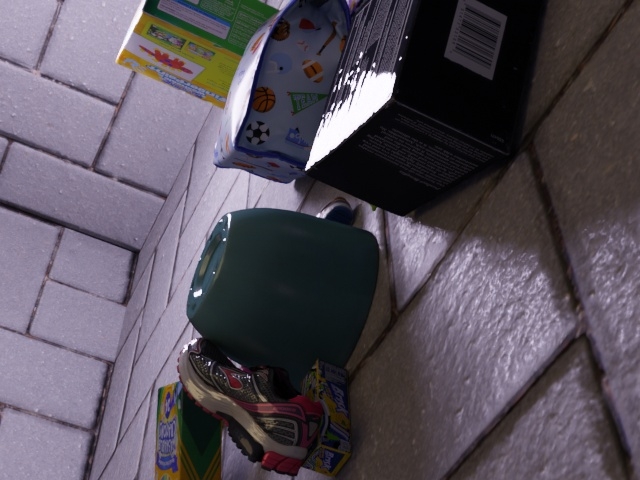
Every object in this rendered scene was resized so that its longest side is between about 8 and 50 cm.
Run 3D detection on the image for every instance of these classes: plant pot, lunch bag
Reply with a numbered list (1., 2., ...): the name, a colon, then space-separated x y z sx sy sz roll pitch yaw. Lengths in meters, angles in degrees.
1. plant pot: -0.077 0.078 1.626 0.293 0.235 0.293 -57 20 33
2. lunch bag: -0.062 -0.328 2.095 0.328 0.239 0.385 173 110 -73

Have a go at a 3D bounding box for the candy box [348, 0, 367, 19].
1. candy box: 0.130 -0.544 2.036 0.196 0.070 0.164 -52 23 45

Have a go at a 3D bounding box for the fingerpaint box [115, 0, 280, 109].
1. fingerpaint box: -0.241 -0.470 2.464 0.371 0.445 0.163 -25 45 68

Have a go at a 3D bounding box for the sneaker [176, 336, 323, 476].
1. sneaker: -0.099 0.221 1.463 0.299 0.121 0.112 34 96 44

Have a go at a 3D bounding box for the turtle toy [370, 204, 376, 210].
1. turtle toy: 0.110 -0.104 1.553 0.095 0.066 0.130 53 -120 -81

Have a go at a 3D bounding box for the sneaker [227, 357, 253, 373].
1. sneaker: -0.141 0.232 1.871 0.111 0.103 0.252 -59 18 26

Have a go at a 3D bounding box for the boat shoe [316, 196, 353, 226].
1. boat shoe: 0.000 0.000 1.797 0.183 0.066 0.066 -51 17 22

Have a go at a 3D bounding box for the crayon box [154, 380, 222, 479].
1. crayon box: -0.247 0.426 1.852 0.203 0.083 0.322 150 122 -65

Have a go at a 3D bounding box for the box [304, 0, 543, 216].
1. box: 0.144 -0.228 1.394 0.294 0.183 0.296 -31 38 63

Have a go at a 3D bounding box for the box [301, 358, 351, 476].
1. box: 0.007 0.256 1.454 0.059 0.054 0.169 -58 19 32
